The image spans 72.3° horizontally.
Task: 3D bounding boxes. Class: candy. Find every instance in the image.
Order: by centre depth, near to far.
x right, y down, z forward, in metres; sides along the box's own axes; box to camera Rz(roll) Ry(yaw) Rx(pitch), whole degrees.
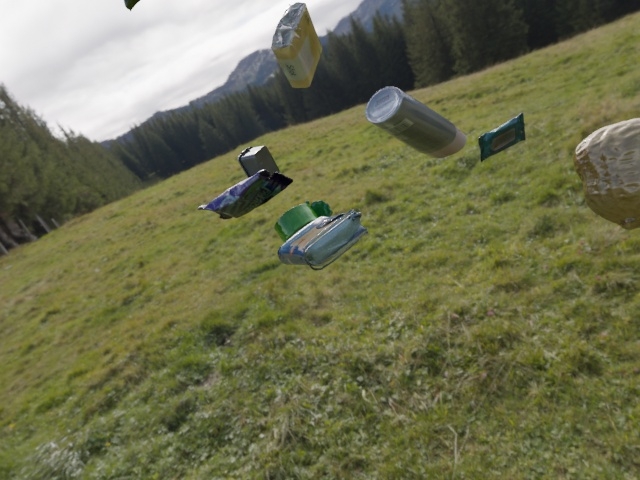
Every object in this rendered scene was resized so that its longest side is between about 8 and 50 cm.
[{"bbox_3d":[-0.218,-0.127,1.262,0.275,0.070,0.145,-25,-15,24],"label":"candy"}]

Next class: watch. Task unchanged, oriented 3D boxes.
[{"bbox_3d":[-0.054,-0.059,1.324,0.165,0.131,0.152,-40,-21,18],"label":"watch"}]

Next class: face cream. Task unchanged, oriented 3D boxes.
[{"bbox_3d":[0.212,-0.247,0.958,0.107,0.073,0.269,-10,-16,43],"label":"face cream"}]

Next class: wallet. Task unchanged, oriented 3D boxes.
[{"bbox_3d":[0.001,0.001,0.854,0.141,0.059,0.202,-39,10,-16],"label":"wallet"}]

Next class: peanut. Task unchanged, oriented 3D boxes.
[{"bbox_3d":[0.662,-0.139,0.939,0.197,0.232,0.110,-14,-3,44],"label":"peanut"}]

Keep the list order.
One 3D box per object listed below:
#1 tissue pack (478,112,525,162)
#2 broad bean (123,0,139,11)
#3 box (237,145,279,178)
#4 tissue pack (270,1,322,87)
[{"bbox_3d":[0.480,-0.274,1.165,0.138,0.085,0.028,-26,40,0],"label":"tissue pack"},{"bbox_3d":[-0.518,-0.775,1.253,0.065,0.254,0.046,8,-3,-12],"label":"broad bean"},{"bbox_3d":[-0.187,-0.231,1.350,0.069,0.122,0.084,-4,37,40],"label":"box"},{"bbox_3d":[-0.075,-0.654,1.482,0.090,0.222,0.186,14,76,18],"label":"tissue pack"}]
